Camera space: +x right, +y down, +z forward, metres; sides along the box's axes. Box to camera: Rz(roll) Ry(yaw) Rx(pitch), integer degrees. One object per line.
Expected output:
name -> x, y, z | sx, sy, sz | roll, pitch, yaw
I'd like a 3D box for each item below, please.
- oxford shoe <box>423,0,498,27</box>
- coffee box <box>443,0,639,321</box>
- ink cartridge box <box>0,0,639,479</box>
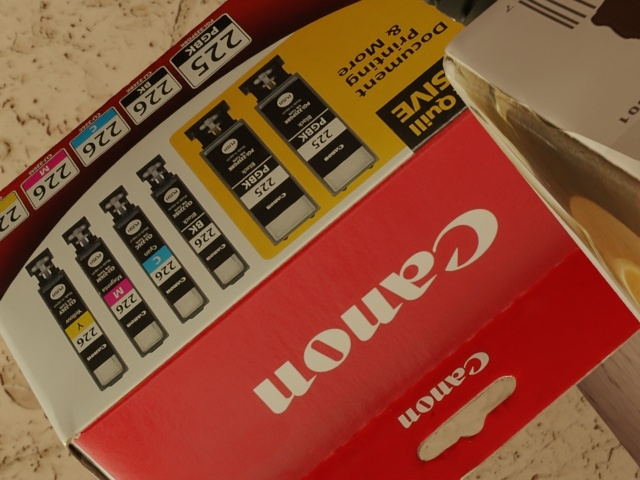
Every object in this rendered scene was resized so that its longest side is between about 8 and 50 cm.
oxford shoe -> 0.120, -0.053, 0.627 | 0.227, 0.083, 0.096 | 50, -161, 27
coffee box -> 0.146, 0.023, 0.286 | 0.168, 0.119, 0.297 | 49, 180, -20
ink cartridge box -> 0.000, 0.000, 1.005 | 0.130, 0.309, 0.272 | 50, 179, -41
